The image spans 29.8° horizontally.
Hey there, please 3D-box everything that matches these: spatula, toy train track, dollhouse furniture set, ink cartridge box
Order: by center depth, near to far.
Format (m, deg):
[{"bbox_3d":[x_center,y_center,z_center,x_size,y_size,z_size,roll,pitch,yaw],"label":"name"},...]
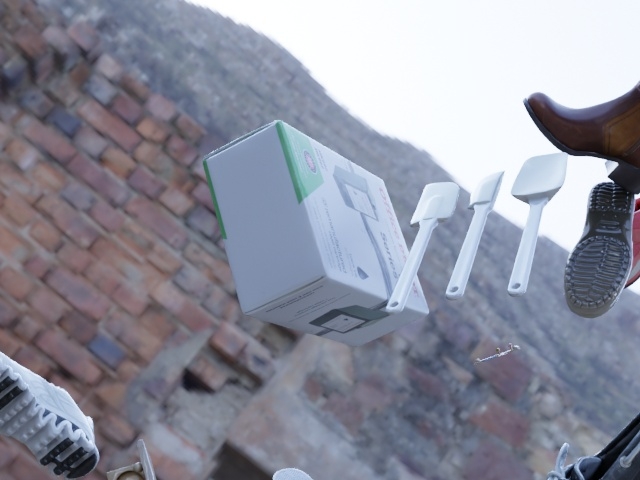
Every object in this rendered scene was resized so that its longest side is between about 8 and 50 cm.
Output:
[{"bbox_3d":[0.156,-0.011,1.192,0.168,0.242,0.019,-9,-60,24],"label":"spatula"},{"bbox_3d":[-0.263,0.340,1.443,0.123,0.151,0.144,101,-28,-69],"label":"dollhouse furniture set"},{"bbox_3d":[0.000,0.000,1.492,0.289,0.121,0.211,22,46,-59],"label":"ink cartridge box"},{"bbox_3d":[0.289,0.186,1.986,0.083,0.048,0.014,-24,-97,29],"label":"toy train track"}]

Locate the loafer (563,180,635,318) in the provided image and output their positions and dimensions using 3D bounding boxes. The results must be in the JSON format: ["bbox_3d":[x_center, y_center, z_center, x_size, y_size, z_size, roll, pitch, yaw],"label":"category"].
[{"bbox_3d":[0.453,0.026,1.924,0.102,0.268,0.092,10,-38,21],"label":"loafer"}]

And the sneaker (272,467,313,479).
[{"bbox_3d":[-0.009,0.572,2.206,0.292,0.108,0.169,47,-46,50],"label":"sneaker"}]

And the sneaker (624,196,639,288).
[{"bbox_3d":[0.638,-0.019,2.460,0.136,0.116,0.314,35,-51,-8],"label":"sneaker"}]

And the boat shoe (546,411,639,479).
[{"bbox_3d":[0.288,0.271,1.271,0.105,0.113,0.306,41,-62,-2],"label":"boat shoe"}]

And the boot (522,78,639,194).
[{"bbox_3d":[0.488,-0.236,1.863,0.264,0.096,0.280,33,-64,-7],"label":"boot"}]

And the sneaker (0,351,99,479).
[{"bbox_3d":[-0.476,0.265,1.960,0.292,0.110,0.118,50,18,-26],"label":"sneaker"}]
